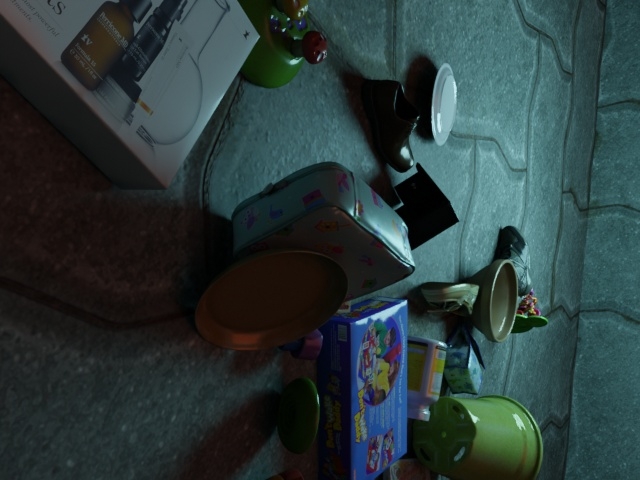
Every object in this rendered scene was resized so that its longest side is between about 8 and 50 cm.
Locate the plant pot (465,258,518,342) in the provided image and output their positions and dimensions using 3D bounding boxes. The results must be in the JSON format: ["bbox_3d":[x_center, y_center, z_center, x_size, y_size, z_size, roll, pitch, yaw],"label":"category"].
[{"bbox_3d":[0.478,0.168,1.806,0.237,0.110,0.237,-10,102,-55],"label":"plant pot"}]

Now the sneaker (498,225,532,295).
[{"bbox_3d":[0.584,0.055,1.962,0.130,0.087,0.227,10,69,-34],"label":"sneaker"}]

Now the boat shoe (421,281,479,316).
[{"bbox_3d":[0.338,0.152,1.608,0.285,0.105,0.089,9,83,-56],"label":"boat shoe"}]

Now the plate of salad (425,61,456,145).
[{"bbox_3d":[0.291,-0.332,1.538,0.200,0.048,0.199,-32,126,-59],"label":"plate of salad"}]

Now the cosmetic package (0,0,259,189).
[{"bbox_3d":[-0.251,-0.283,0.723,0.377,0.097,0.284,52,50,-44],"label":"cosmetic package"}]

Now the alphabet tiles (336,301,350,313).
[{"bbox_3d":[0.018,0.021,1.177,0.198,0.009,0.237,1,93,-42],"label":"alphabet tiles"}]

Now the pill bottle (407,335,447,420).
[{"bbox_3d":[0.231,0.321,1.473,0.103,0.103,0.184,27,72,-53],"label":"pill bottle"}]

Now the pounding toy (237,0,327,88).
[{"bbox_3d":[-0.043,-0.361,0.997,0.183,0.110,0.237,36,65,-51],"label":"pounding toy"}]

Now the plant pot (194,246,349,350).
[{"bbox_3d":[-0.073,0.086,0.949,0.236,0.236,0.032,42,20,-49],"label":"plant pot"}]

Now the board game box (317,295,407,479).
[{"bbox_3d":[0.091,0.307,1.291,0.233,0.078,0.347,-10,102,-54],"label":"board game box"}]

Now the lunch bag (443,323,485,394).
[{"bbox_3d":[0.395,0.326,1.725,0.129,0.096,0.151,65,33,-35],"label":"lunch bag"}]

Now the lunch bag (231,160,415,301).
[{"bbox_3d":[0.000,0.000,1.000,0.279,0.224,0.108,36,40,-45],"label":"lunch bag"}]

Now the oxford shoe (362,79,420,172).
[{"bbox_3d":[0.166,-0.234,1.326,0.083,0.096,0.227,-60,140,-34],"label":"oxford shoe"}]

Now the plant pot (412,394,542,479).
[{"bbox_3d":[0.374,0.506,1.589,0.254,0.276,0.276,27,71,-41],"label":"plant pot"}]

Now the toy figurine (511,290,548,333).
[{"bbox_3d":[0.634,0.196,2.008,0.130,0.173,0.159,44,46,-41],"label":"toy figurine"}]

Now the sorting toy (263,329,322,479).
[{"bbox_3d":[-0.085,0.312,1.048,0.126,0.127,0.365,12,80,-25],"label":"sorting toy"}]

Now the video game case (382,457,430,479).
[{"bbox_3d":[0.214,0.630,1.505,0.227,0.026,0.206,24,59,-53],"label":"video game case"}]

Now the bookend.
[{"bbox_3d":[0.195,-0.068,1.389,0.072,0.156,0.157,53,8,-44],"label":"bookend"}]
